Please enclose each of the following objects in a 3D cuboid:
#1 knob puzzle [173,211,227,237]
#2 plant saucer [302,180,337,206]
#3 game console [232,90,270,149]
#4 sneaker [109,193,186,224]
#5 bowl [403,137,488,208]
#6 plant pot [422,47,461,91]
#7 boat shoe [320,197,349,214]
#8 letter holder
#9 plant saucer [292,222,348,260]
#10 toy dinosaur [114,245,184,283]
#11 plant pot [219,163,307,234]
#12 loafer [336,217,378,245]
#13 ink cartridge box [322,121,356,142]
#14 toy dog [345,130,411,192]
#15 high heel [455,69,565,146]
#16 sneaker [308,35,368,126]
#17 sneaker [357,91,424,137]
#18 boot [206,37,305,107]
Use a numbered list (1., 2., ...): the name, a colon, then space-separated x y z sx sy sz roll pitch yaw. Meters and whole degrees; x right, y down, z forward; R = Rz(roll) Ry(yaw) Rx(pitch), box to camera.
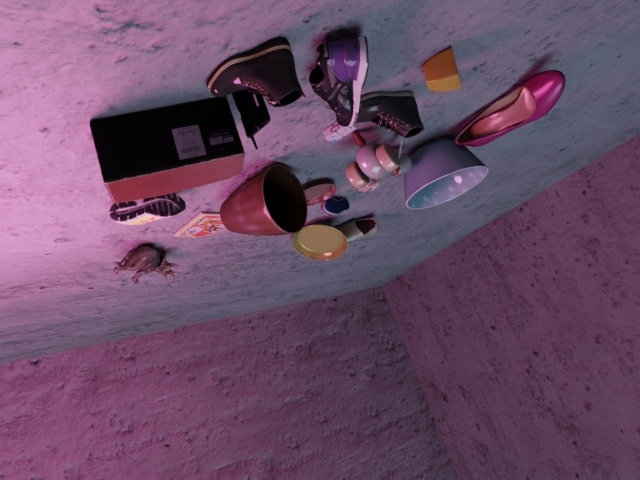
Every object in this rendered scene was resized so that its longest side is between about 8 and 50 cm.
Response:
1. knob puzzle: -0.388 -0.045 1.834 0.213 0.030 0.213 -19 163 -6
2. plant saucer: -0.023 -0.171 1.862 0.168 0.029 0.168 -18 163 -6
3. game console: -0.148 -0.288 1.181 0.107 0.122 0.071 -31 161 31
4. sneaker: -0.496 -0.089 1.508 0.208 0.082 0.094 -8 168 -16
5. bowl: 0.427 -0.254 1.883 0.311 0.163 0.311 -18 163 -6
6. plant pot: 0.311 -0.431 1.344 0.083 0.082 0.081 -14 166 19
7. boat shoe: 0.045 -0.122 2.003 0.066 0.066 0.183 -19 175 31
8. letter holder: -0.348 -0.188 1.221 0.301 0.152 0.214 -15 165 -16
9. plant saucer: 0.000 0.000 2.256 0.240 0.037 0.241 4 141 3
10. toy dinosaur: -0.626 0.067 1.820 0.160 0.121 0.313 -33 158 0
11. plant pot: -0.196 -0.102 1.624 0.230 0.216 0.215 -14 169 32
12. loafer: 0.142 -0.043 2.349 0.268 0.102 0.092 -24 163 -15
13. ink cartridge box: 0.055 -0.316 1.490 0.083 0.028 0.048 -28 162 25
14. toy dog: 0.180 -0.271 1.649 0.220 0.161 0.333 -26 178 8
15. high heel: 0.595 -0.402 1.655 0.181 0.127 0.377 -25 170 -24
16. sneaker: 0.033 -0.369 1.223 0.124 0.107 0.283 -4 158 -4
17. sneaker: 0.179 -0.334 1.419 0.222 0.118 0.083 -14 163 -19
18. boot: -0.136 -0.316 1.079 0.197 0.137 0.077 -25 163 19
